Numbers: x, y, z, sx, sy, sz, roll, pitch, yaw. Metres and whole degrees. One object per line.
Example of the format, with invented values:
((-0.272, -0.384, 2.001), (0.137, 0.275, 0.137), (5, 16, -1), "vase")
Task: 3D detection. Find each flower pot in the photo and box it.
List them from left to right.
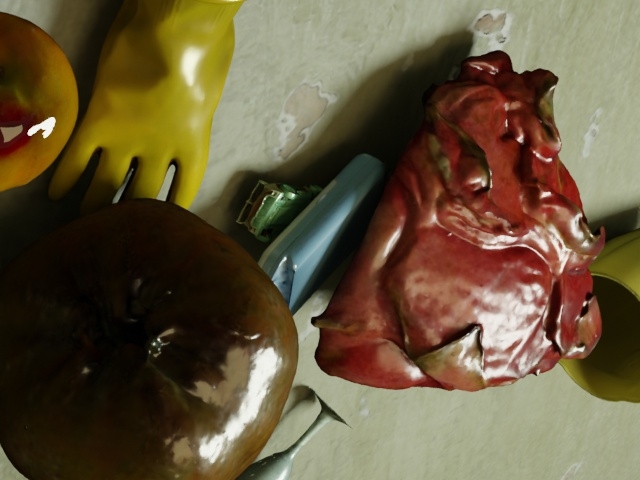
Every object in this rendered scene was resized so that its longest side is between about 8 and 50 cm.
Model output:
((0.393, 0.078, 2.118), (0.179, 0.195, 0.195), (-38, 145, -39), "flower pot")

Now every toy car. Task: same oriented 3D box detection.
((-0.033, -0.031, 1.662), (0.059, 0.035, 0.122), (-61, 161, 14), "toy car")

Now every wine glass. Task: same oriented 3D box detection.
((-0.056, 0.254, 1.878), (0.198, 0.066, 0.066), (-46, 145, -3), "wine glass")

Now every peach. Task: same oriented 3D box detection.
((-0.251, -0.099, 1.285), (0.138, 0.138, 0.138), (-29, 140, -28), "peach")

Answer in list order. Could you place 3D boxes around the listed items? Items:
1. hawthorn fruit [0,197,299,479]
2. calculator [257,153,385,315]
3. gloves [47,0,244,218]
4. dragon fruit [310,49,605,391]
((-0.148, 0.112, 1.476), (0.268, 0.268, 0.301), (-43, 169, -10), "hawthorn fruit")
((0.000, 0.000, 1.677), (0.210, 0.039, 0.121), (-47, 163, -30), "calculator")
((-0.143, -0.120, 1.428), (0.133, 0.116, 0.294), (7, 130, -20), "gloves")
((0.172, 0.003, 1.701), (0.286, 0.228, 0.329), (-28, 142, -58), "dragon fruit")
